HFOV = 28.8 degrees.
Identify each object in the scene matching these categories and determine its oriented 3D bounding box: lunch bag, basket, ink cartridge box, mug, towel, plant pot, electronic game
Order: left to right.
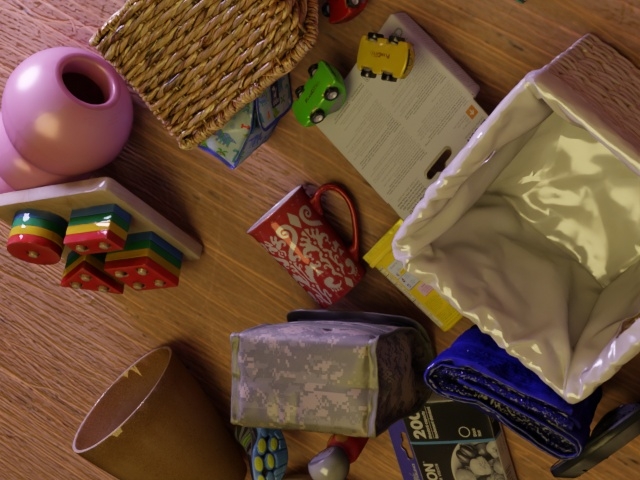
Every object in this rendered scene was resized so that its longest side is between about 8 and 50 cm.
[{"bbox_3d":[-0.255,0.353,2.163,0.254,0.237,0.237,44,127,-17],"label":"plant pot"},{"bbox_3d":[-0.133,-0.310,1.766,0.223,0.213,0.299,48,125,-7],"label":"basket"},{"bbox_3d":[-0.104,-0.200,1.852,0.096,0.129,0.151,31,122,6],"label":"lunch bag"},{"bbox_3d":[-0.005,0.005,1.914,0.169,0.113,0.150,50,127,-5],"label":"mug"},{"bbox_3d":[0.029,0.192,1.890,0.235,0.287,0.168,2,93,23],"label":"lunch bag"},{"bbox_3d":[0.124,-0.170,1.771,0.224,0.045,0.223,50,127,15],"label":"ink cartridge box"},{"bbox_3d":[0.200,0.337,2.004,0.208,0.045,0.206,-8,110,32],"label":"ink cartridge box"},{"bbox_3d":[0.284,0.192,1.738,0.228,0.308,0.076,28,104,13],"label":"towel"},{"bbox_3d":[0.334,-0.039,1.615,0.331,0.266,0.328,40,125,5],"label":"basket"},{"bbox_3d":[0.416,0.260,1.740,0.048,0.229,0.229,54,127,13],"label":"electronic game"}]

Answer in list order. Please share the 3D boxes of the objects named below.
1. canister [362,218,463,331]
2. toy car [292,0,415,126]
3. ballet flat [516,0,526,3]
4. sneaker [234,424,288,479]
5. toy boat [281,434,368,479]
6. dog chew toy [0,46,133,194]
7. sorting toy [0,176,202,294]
[{"bbox_3d":[0.165,0.041,1.861,0.170,0.073,0.126,44,125,1],"label":"canister"},{"bbox_3d":[0.035,-0.253,1.752,0.225,0.053,0.239,-55,50,34],"label":"toy car"},{"bbox_3d":[0.229,-0.355,1.659,0.114,0.041,0.041,28,123,12],"label":"ballet flat"},{"bbox_3d":[-0.103,0.338,2.114,0.078,0.067,0.188,-55,41,48],"label":"sneaker"},{"bbox_3d":[0.009,0.451,2.096,0.268,0.148,0.318,22,122,18],"label":"toy boat"},{"bbox_3d":[-0.441,-0.162,2.014,0.206,0.206,0.332,47,133,0],"label":"dog chew toy"},{"bbox_3d":[-0.372,0.009,2.029,0.256,0.089,0.257,-7,152,30],"label":"sorting toy"}]
